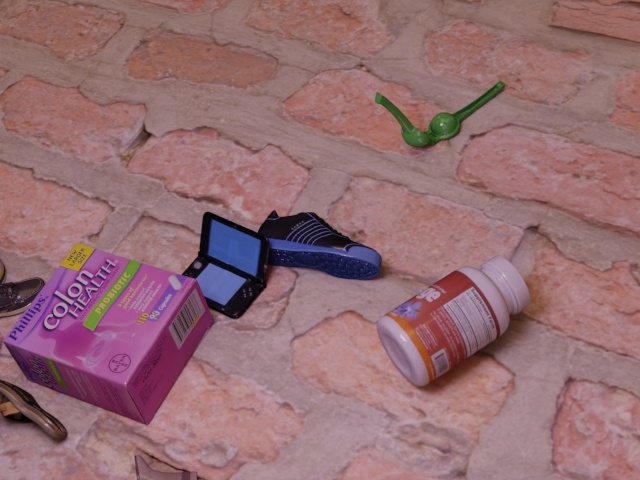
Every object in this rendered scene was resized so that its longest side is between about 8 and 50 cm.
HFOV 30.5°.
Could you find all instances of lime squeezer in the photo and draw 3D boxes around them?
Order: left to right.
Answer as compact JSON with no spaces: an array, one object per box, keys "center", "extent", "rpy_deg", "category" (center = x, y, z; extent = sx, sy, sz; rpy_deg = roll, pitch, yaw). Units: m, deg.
[{"center":[0.200,-0.222,2.073],"extent":[0.310,0.110,0.059],"rpy_deg":[-11,21,-37],"category":"lime squeezer"}]

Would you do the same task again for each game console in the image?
[{"center":[-0.165,0.040,1.937],"extent":[0.144,0.085,0.124],"rpy_deg":[23,58,30],"category":"game console"}]

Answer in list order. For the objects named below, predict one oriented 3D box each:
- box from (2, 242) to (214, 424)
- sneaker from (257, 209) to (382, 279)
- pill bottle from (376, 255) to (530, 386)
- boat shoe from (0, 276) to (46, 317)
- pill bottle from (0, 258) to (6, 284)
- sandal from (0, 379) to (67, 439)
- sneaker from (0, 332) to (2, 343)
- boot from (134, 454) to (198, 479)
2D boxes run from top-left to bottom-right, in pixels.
[{"center":[-0.333,0.143,1.867],"extent":[0.243,0.117,0.213],"rpy_deg":[15,55,25],"category":"box"},{"center":[0.000,0.000,1.934],"extent":[0.232,0.081,0.090],"rpy_deg":[10,60,23],"category":"sneaker"},{"center":[0.202,0.115,1.759],"extent":[0.216,0.121,0.121],"rpy_deg":[-31,50,-14],"category":"pill bottle"},{"center":[-0.542,0.099,2.000],"extent":[0.152,0.049,0.056],"rpy_deg":[-25,50,-8],"category":"boat shoe"},{"center":[-0.616,0.016,2.001],"extent":[0.103,0.184,0.103],"rpy_deg":[-7,49,7],"category":"pill bottle"},{"center":[-0.469,0.267,1.836],"extent":[0.180,0.072,0.049],"rpy_deg":[32,85,29],"category":"sandal"},{"center":[-0.596,0.186,1.937],"extent":[0.134,0.051,0.070],"rpy_deg":[-7,43,2],"category":"sneaker"},{"center":[-0.222,0.354,1.714],"extent":[0.087,0.042,0.118],"rpy_deg":[-15,49,-8],"category":"boot"}]
